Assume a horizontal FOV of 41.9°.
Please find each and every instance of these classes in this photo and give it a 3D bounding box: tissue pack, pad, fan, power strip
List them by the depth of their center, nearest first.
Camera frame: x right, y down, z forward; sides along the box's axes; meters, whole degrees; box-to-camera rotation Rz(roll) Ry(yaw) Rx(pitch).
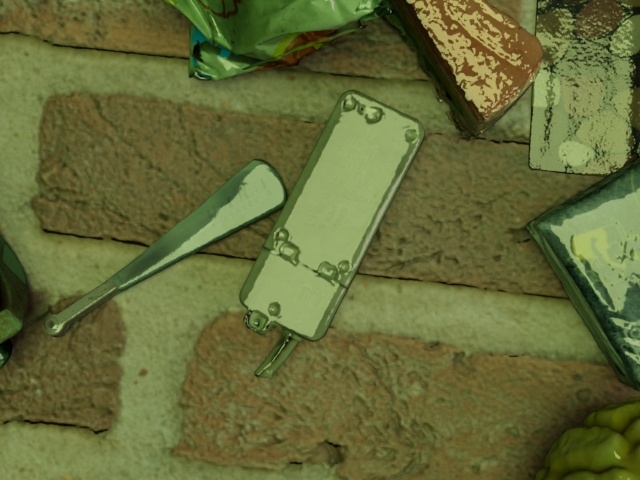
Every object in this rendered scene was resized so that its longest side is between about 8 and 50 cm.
[{"bbox_3d":[0.351,-0.002,0.769,0.257,0.081,0.185,-31,90,3],"label":"tissue pack"},{"bbox_3d":[0.000,0.000,0.807,0.093,0.053,0.288,28,91,3],"label":"power strip"},{"bbox_3d":[0.288,-0.179,0.818,0.158,0.003,0.234,4,89,4],"label":"pad"},{"bbox_3d":[-0.160,0.010,0.835,0.282,0.023,0.057,-32,88,1],"label":"fan"}]

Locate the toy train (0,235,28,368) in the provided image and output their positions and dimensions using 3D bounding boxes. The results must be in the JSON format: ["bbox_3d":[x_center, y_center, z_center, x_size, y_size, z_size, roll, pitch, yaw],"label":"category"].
[{"bbox_3d":[-0.397,-0.008,0.750,0.129,0.159,0.326,-32,122,5],"label":"toy train"}]

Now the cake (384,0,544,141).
[{"bbox_3d":[0.117,-0.212,0.777,0.090,0.109,0.225,-34,87,2],"label":"cake"}]

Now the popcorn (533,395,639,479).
[{"bbox_3d":[0.304,0.262,0.696,0.224,0.270,0.258,-35,42,-1],"label":"popcorn"}]

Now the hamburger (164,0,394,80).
[{"bbox_3d":[-0.067,-0.281,0.728,0.261,0.151,0.275,9,106,48],"label":"hamburger"}]
